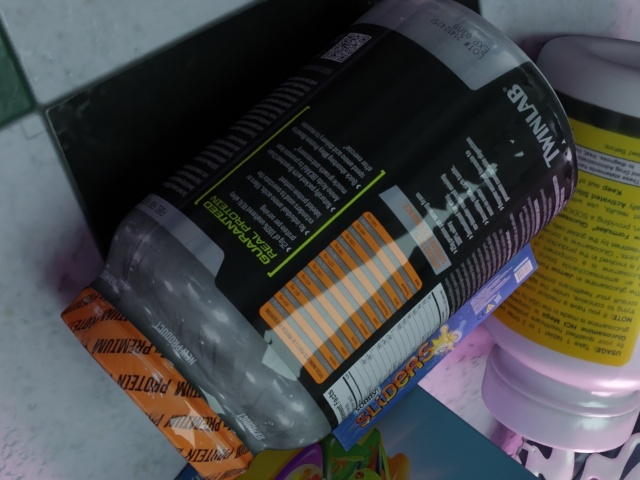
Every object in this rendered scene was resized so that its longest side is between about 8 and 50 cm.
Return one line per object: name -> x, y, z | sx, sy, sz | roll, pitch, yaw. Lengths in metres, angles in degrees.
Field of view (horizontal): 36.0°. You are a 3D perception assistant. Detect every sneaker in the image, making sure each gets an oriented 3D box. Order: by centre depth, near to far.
sneaker -> 0.224, 0.202, 1.024 | 0.235, 0.153, 0.094 | -25, 178, 17

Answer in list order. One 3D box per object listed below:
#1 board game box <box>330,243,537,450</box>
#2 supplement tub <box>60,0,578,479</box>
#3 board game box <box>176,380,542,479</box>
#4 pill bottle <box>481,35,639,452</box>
board game box -> 0.047, 0.048, 0.754 | 0.201, 0.136, 0.035 | -42, 133, -14
supplement tub -> 0.000, 0.000, 0.650 | 0.316, 0.193, 0.193 | -41, 133, -13
board game box -> 0.033, 0.233, 0.705 | 0.253, 0.336, 0.079 | -52, 134, -4
pill bottle -> 0.244, 0.006, 0.853 | 0.188, 0.188, 0.333 | -7, 118, -36
